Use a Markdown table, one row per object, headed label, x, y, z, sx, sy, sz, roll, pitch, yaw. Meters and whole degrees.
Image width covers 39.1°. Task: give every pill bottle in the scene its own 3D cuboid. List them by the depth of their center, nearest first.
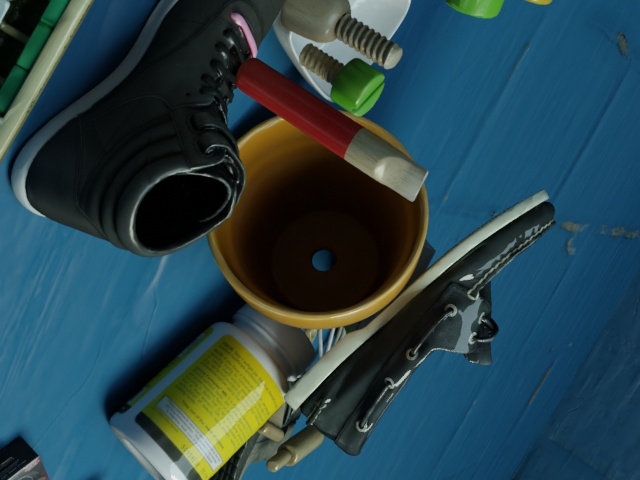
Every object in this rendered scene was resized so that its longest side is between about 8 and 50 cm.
| label | x | y | z | sx | sy | sz | roll | pitch | yaw |
| --- | --- | --- | --- | --- | --- | --- | --- | --- | --- |
| pill bottle | -0.110 | 0.163 | 0.964 | 0.208 | 0.119 | 0.119 | -43 | 149 | -21 |

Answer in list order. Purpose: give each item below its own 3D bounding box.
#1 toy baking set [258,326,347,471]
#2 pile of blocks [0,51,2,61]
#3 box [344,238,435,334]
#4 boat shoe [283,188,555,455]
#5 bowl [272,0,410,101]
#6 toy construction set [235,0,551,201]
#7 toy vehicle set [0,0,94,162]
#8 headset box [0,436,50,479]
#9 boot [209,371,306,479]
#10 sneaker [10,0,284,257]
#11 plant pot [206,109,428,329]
| label | x | y | z | sx | sy | sz | roll | pitch | yaw |
| --- | --- | --- | --- | --- | --- | --- | --- | --- | --- |
| toy baking set | -0.008 | 0.179 | 1.145 | 0.256 | 0.030 | 0.196 | -5 | 105 | -66 |
| pile of blocks | -0.136 | -0.234 | 0.543 | 0.362 | 0.149 | 0.112 | -36 | -166 | -3 |
| box | 0.067 | 0.035 | 1.064 | 0.038 | 0.186 | 0.145 | 21 | 107 | -16 |
| boat shoe | 0.120 | 0.092 | 0.906 | 0.340 | 0.113 | 0.127 | -41 | 170 | 7 |
| bowl | 0.015 | -0.214 | 0.830 | 0.142 | 0.053 | 0.142 | -53 | 151 | -4 |
| toy construction set | 0.123 | -0.160 | 0.532 | 0.309 | 0.237 | 0.257 | -57 | 164 | 12 |
| toy vehicle set | -0.210 | -0.139 | 0.467 | 0.267 | 0.166 | 0.035 | -59 | -165 | 4 |
| headset box | -0.291 | 0.230 | 0.848 | 0.062 | 0.032 | 0.083 | -37 | 148 | -30 |
| boot | -0.094 | 0.274 | 1.140 | 0.246 | 0.083 | 0.161 | -61 | 153 | 0 |
| sneaker | -0.086 | -0.104 | 0.695 | 0.296 | 0.147 | 0.104 | -49 | 149 | -14 |
| plant pot | 0.000 | 0.000 | 0.906 | 0.205 | 0.205 | 0.188 | -49 | 166 | -12 |
